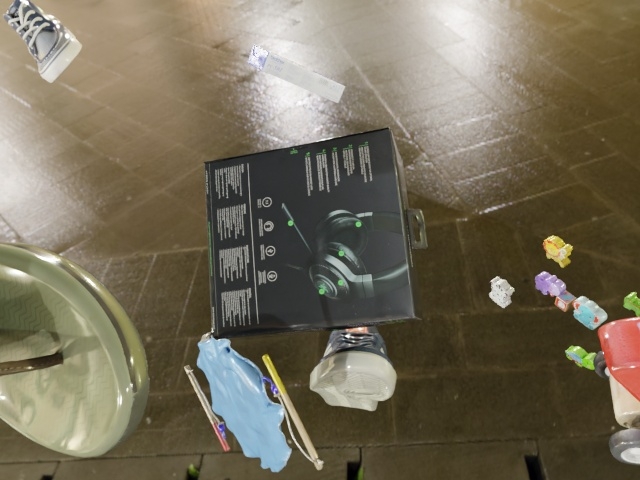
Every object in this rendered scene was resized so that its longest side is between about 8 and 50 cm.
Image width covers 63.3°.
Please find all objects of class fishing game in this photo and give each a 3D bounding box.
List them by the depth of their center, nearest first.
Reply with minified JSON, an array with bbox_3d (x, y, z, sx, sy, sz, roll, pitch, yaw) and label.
[{"bbox_3d":[-0.095,0.198,0.653,0.041,0.189,0.264,-27,-2,-36],"label":"fishing game"}]

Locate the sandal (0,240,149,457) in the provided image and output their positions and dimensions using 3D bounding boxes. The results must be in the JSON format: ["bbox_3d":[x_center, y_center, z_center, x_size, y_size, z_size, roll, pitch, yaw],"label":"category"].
[{"bbox_3d":[-0.238,0.039,0.296,0.303,0.120,0.086,28,20,4],"label":"sandal"}]

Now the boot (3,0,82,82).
[{"bbox_3d":[-0.378,-0.273,0.693,0.069,0.086,0.190,-48,38,1],"label":"boot"}]

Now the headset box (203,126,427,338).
[{"bbox_3d":[0.000,0.000,0.713,0.283,0.131,0.246,-9,78,14],"label":"headset box"}]

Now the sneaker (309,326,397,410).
[{"bbox_3d":[0.056,0.189,0.865,0.131,0.350,0.148,8,68,2],"label":"sneaker"}]

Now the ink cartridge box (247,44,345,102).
[{"bbox_3d":[-0.053,-0.380,1.191,0.207,0.046,0.097,13,20,-35],"label":"ink cartridge box"}]

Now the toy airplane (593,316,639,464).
[{"bbox_3d":[0.560,0.187,0.591,0.385,0.272,0.386,-17,58,-32],"label":"toy airplane"}]

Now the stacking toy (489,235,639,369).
[{"bbox_3d":[0.421,0.097,0.875,0.167,0.052,0.221,-30,47,-18],"label":"stacking toy"}]
